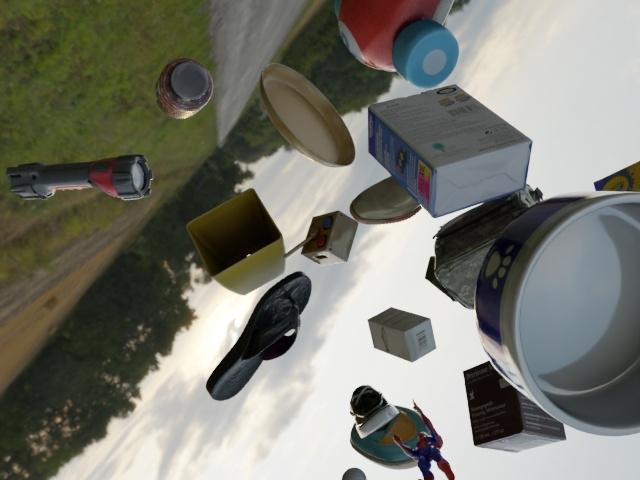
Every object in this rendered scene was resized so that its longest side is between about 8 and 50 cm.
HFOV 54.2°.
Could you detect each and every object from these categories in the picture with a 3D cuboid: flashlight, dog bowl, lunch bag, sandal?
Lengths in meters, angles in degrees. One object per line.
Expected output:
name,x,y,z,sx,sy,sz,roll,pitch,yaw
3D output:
flashlight,-0.530,-0.133,1.391,0.304,0.103,0.103,-3,-166,15
dog bowl,0.316,0.076,0.709,0.265,0.265,0.104,-50,-168,-2
lunch bag,0.452,0.004,1.646,0.305,0.212,0.256,-31,-154,31
sandal,-0.142,0.281,1.709,0.168,0.107,0.445,15,113,-53

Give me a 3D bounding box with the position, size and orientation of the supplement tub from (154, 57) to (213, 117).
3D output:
supplement tub,-0.273,-0.304,1.251,0.106,0.106,0.198,-52,-163,-8

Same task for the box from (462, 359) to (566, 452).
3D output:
box,0.493,0.421,1.608,0.168,0.167,0.203,-39,-137,45

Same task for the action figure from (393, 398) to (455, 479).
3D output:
action figure,0.221,0.454,1.401,0.091,0.139,0.280,-40,174,3

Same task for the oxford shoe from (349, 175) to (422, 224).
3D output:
oxford shoe,0.260,-0.166,1.706,0.397,0.140,0.146,-24,150,-12

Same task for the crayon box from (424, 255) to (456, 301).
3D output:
crayon box,0.507,0.125,1.908,0.202,0.319,0.081,-134,-127,-66

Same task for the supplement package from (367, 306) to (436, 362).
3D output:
supplement package,0.242,0.280,1.877,0.105,0.105,0.179,-23,-163,-29

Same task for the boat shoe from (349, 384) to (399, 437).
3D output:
boat shoe,0.119,0.411,1.556,0.108,0.102,0.301,-34,171,-3

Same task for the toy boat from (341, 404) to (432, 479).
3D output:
toy boat,0.168,0.575,1.713,0.268,0.148,0.318,0,-141,39

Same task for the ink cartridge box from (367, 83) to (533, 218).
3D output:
ink cartridge box,0.293,-0.250,1.562,0.270,0.151,0.395,-17,-137,-16

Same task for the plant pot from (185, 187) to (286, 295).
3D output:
plant pot,-0.207,0.025,1.712,0.212,0.187,0.212,-30,-127,-5

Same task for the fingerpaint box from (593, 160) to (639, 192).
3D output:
fingerpaint box,0.978,-0.065,1.628,0.163,0.371,0.445,-7,166,-22

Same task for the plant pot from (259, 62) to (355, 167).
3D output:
plant pot,-0.027,-0.224,1.152,0.032,0.236,0.236,-38,-164,28

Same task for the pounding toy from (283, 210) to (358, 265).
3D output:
pounding toy,0.000,0.000,1.574,0.141,0.100,0.130,-11,-125,52

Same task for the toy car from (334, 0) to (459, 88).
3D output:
toy car,0.038,-0.316,0.708,0.210,0.238,0.219,-64,-146,27
